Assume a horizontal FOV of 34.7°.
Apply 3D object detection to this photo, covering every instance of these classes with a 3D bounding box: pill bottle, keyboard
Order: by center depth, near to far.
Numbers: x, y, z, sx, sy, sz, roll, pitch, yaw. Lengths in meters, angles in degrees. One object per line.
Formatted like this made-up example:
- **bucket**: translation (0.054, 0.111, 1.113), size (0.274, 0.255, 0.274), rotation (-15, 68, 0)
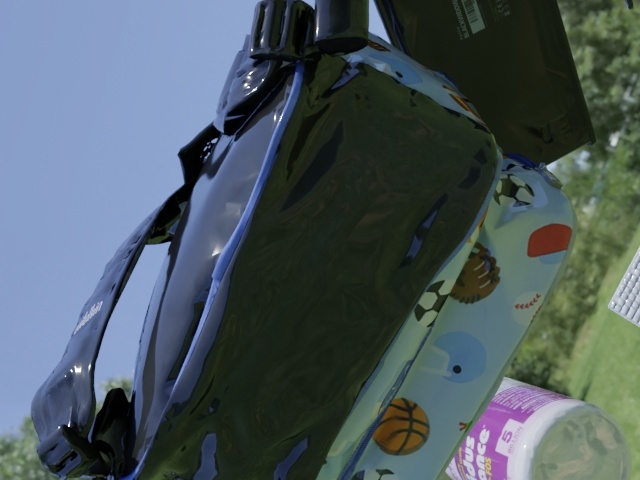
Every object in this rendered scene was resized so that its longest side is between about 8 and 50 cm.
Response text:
- **keyboard**: translation (0.133, -0.194, 0.725), size (0.201, 0.033, 0.317), rotation (-27, -60, -3)
- **pill bottle**: translation (0.259, 0.274, 1.382), size (0.169, 0.169, 0.301), rotation (-64, 22, -8)
- **keyboard**: translation (0.534, 0.013, 1.584), size (0.014, 0.072, 0.256), rotation (0, -61, -48)

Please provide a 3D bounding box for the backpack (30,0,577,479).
- **backpack**: translation (0.000, 0.000, 0.561), size (0.276, 0.213, 0.263), rotation (-59, 18, 18)
